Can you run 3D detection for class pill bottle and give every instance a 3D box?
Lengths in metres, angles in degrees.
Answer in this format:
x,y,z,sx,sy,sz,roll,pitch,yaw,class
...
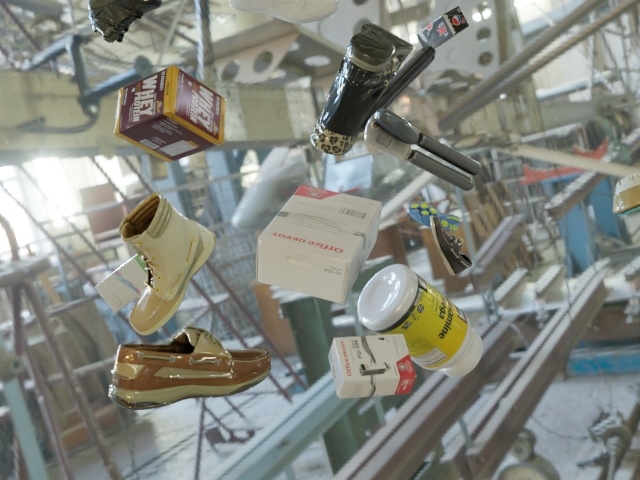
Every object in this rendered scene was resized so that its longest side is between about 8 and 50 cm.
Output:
x,y,z,sx,sy,sz,roll,pitch,yaw,class
0.271,0.221,1.971,0.188,0.334,0.188,-36,32,27,pill bottle

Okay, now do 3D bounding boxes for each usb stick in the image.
x,y,z,sx,sy,sz,roll,pitch,yaw,class
0.168,-0.352,1.743,0.278,0.045,0.077,-46,2,-19,usb stick

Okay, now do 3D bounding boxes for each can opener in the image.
x,y,z,sx,sy,sz,roll,pitch,yaw,class
0.214,-0.182,1.551,0.280,0.074,0.093,25,6,-23,can opener

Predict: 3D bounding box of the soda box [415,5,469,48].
x,y,z,sx,sy,sz,roll,pitch,yaw,class
0.305,-0.530,1.895,0.053,0.060,0.169,-33,7,-15,soda box

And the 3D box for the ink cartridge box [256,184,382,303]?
x,y,z,sx,sy,sz,roll,pitch,yaw,class
0.000,0.000,1.677,0.207,0.117,0.283,14,33,13,ink cartridge box

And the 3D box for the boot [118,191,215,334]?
x,y,z,sx,sy,sz,roll,pitch,yaw,class
-0.345,0.049,1.522,0.095,0.262,0.203,28,-10,35,boot

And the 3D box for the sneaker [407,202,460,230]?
x,y,z,sx,sy,sz,roll,pitch,yaw,class
0.327,-0.062,2.224,0.188,0.067,0.078,15,-15,-33,sneaker

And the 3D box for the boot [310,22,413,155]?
x,y,z,sx,sy,sz,roll,pitch,yaw,class
0.063,-0.243,1.198,0.085,0.178,0.236,29,28,6,boot

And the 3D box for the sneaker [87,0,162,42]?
x,y,z,sx,sy,sz,roll,pitch,yaw,class
-0.545,-0.623,2.113,0.228,0.130,0.087,-5,-2,14,sneaker

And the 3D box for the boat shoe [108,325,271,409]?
x,y,z,sx,sy,sz,roll,pitch,yaw,class
-0.226,0.219,1.363,0.324,0.120,0.123,-3,6,-44,boat shoe

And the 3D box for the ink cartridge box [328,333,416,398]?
x,y,z,sx,sy,sz,roll,pitch,yaw,class
0.092,0.225,1.352,0.135,0.056,0.099,-2,46,-14,ink cartridge box

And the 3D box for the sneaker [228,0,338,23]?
x,y,z,sx,sy,sz,roll,pitch,yaw,class
-0.101,-0.639,1.889,0.293,0.108,0.169,5,-14,3,sneaker

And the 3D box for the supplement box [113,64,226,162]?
x,y,z,sx,sy,sz,roll,pitch,yaw,class
-0.369,-0.307,1.859,0.194,0.129,0.191,-13,-25,32,supplement box

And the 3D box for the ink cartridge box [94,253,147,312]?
x,y,z,sx,sy,sz,roll,pitch,yaw,class
-0.438,0.074,1.890,0.212,0.093,0.154,-35,6,29,ink cartridge box

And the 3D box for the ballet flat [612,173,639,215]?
x,y,z,sx,sy,sz,roll,pitch,yaw,class
0.583,-0.088,1.406,0.080,0.073,0.232,-24,-9,26,ballet flat

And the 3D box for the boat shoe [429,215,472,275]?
x,y,z,sx,sy,sz,roll,pitch,yaw,class
0.322,0.006,1.856,0.065,0.206,0.075,-18,43,14,boat shoe
